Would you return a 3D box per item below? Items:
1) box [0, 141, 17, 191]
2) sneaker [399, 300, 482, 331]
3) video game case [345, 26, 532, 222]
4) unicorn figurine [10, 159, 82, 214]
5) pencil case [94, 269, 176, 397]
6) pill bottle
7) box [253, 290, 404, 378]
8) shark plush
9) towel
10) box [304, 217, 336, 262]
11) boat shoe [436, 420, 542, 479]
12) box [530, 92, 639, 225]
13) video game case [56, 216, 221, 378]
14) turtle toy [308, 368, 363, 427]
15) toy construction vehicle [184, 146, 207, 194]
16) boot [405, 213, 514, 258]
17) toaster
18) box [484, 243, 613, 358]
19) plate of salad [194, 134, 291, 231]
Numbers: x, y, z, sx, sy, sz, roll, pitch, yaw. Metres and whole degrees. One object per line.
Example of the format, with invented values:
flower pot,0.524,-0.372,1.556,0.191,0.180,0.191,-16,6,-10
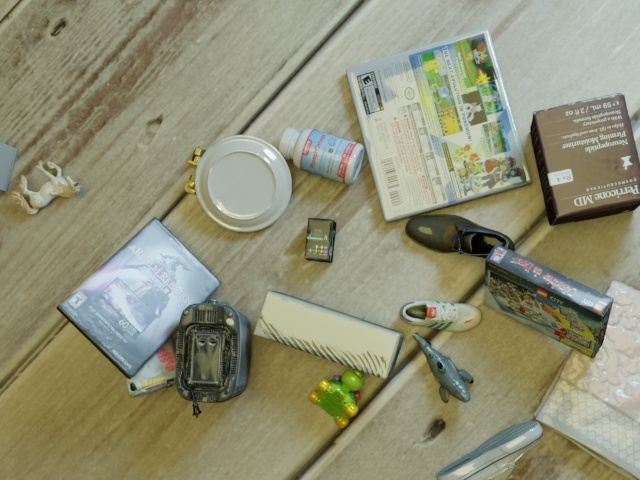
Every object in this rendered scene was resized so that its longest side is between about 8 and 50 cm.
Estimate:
box,-0.715,-0.167,2.015,0.087,0.102,0.101,14,86,13
sneaker,0.231,0.146,1.838,0.161,0.075,0.057,4,85,10
video game case,0.233,-0.230,1.897,0.299,0.036,0.329,-15,81,8
unicorn figurine,-0.575,-0.115,2.014,0.162,0.060,0.111,-41,80,20
pencil case,-0.374,0.179,1.914,0.113,0.124,0.273,-31,75,46
pill bottle,0.001,-0.174,1.903,0.160,0.087,0.087,18,88,11
box,0.019,0.182,1.854,0.275,0.113,0.094,17,89,12
shark plush,0.240,0.241,1.831,0.073,0.067,0.161,-27,81,6
towel,0.615,0.287,1.773,0.331,0.053,0.317,32,90,10
box,0.000,0.000,1.898,0.052,0.062,0.083,4,85,9
boat shoe,0.332,0.423,1.801,0.226,0.083,0.076,-32,92,17
box,0.496,-0.147,1.776,0.168,0.167,0.203,-12,83,8
video game case,-0.351,0.109,1.870,0.196,0.026,0.274,45,60,-5
turtle toy,0.041,0.298,1.846,0.095,0.130,0.066,41,48,8
toy construction vehicle,-0.240,-0.139,1.966,0.085,0.035,0.098,21,88,11
boot,0.269,-0.012,1.832,0.219,0.106,0.082,12,86,10
toaster,-0.206,0.231,1.867,0.129,0.146,0.227,0,84,10
box,0.413,0.112,1.744,0.233,0.159,0.044,27,63,24
plate of salad,-0.156,-0.116,1.924,0.199,0.048,0.200,1,104,5
